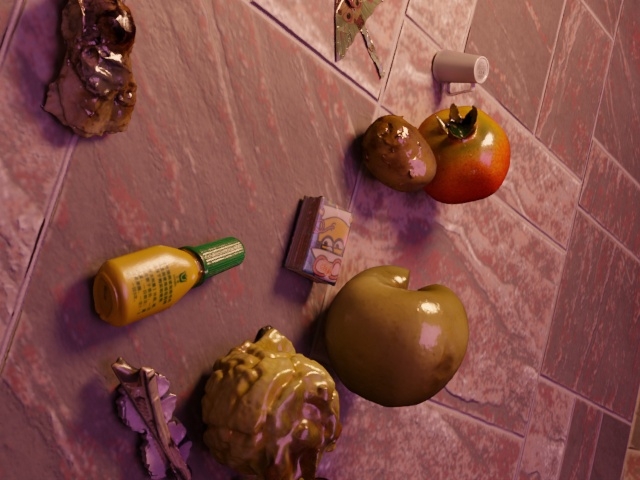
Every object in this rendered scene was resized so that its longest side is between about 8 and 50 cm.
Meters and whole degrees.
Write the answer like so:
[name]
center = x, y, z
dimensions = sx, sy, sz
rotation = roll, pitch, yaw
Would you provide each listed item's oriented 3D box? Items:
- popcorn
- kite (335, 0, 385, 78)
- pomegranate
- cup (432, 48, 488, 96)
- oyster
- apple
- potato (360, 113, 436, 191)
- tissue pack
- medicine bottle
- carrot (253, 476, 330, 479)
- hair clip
[popcorn]
center = -0.079, 0.316, 1.805
dimensions = 0.293, 0.237, 0.293
rotation = -6, 98, -46
[kite]
center = 0.088, -0.442, 2.091
dimensions = 0.229, 0.012, 0.250
rotation = -55, 134, -29
[pomegranate]
center = 0.306, -0.198, 2.214
dimensions = 0.221, 0.221, 0.257
rotation = -59, 161, -27
[cup]
center = 0.317, -0.378, 2.302
dimensions = 0.074, 0.116, 0.104
rotation = -12, 111, -48
[oyster]
center = -0.332, -0.273, 1.531
dimensions = 0.161, 0.107, 0.233
rotation = -23, 115, -56
[apple]
center = 0.150, 0.192, 2.031
dimensions = 0.292, 0.292, 0.254
rotation = -1, 111, -51
[potato]
center = 0.160, -0.181, 2.113
dimensions = 0.137, 0.137, 0.176
rotation = -48, 115, -36
[tissue pack]
center = 0.000, 0.000, 1.995
dimensions = 0.115, 0.065, 0.155
rotation = 27, 73, -48
[medicine bottle]
center = -0.243, 0.054, 1.694
dimensions = 0.309, 0.076, 0.111
rotation = -20, 116, -48
[carrot]
center = -0.039, 0.524, 1.966
dimensions = 0.302, 0.138, 0.139
rotation = 19, 80, -50
[hair clip]
center = -0.272, 0.304, 1.696
dimensions = 0.106, 0.084, 0.292
rotation = -49, 135, -41
